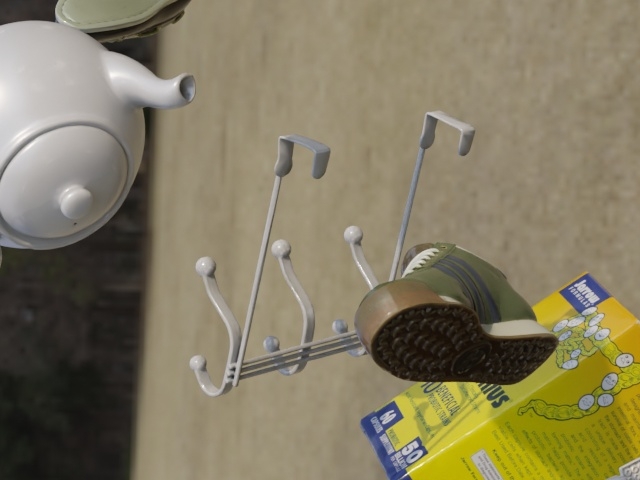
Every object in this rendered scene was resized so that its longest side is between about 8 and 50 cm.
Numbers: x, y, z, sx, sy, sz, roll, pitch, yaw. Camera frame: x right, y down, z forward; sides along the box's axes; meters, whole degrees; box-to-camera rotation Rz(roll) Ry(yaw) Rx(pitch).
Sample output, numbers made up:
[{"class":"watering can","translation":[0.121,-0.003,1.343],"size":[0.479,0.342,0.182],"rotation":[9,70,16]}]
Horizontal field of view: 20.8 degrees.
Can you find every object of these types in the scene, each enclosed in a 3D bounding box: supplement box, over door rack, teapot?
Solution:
[{"class":"supplement box","translation":[0.259,0.235,2.172],"size":[0.195,0.356,0.194],"rotation":[56,180,-21]},{"class":"over door rack","translation":[0.000,0.000,1.825],"size":[0.108,0.239,0.324],"rotation":[43,127,30]},{"class":"teapot","translation":[-0.280,-0.079,1.746],"size":[0.187,0.252,0.256],"rotation":[53,140,42]}]

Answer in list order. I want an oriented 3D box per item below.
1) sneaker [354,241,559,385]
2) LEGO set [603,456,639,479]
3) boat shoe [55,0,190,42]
[{"class":"sneaker","translation":[0.069,0.039,1.093],"size":[0.064,0.192,0.086],"rotation":[-48,57,20]},{"class":"LEGO set","translation":[0.268,0.302,1.430],"size":[0.182,0.060,0.244],"rotation":[55,147,29]},{"class":"boat shoe","translation":[-0.213,-0.255,1.938],"size":[0.227,0.081,0.069],"rotation":[-33,-23,-47]}]
